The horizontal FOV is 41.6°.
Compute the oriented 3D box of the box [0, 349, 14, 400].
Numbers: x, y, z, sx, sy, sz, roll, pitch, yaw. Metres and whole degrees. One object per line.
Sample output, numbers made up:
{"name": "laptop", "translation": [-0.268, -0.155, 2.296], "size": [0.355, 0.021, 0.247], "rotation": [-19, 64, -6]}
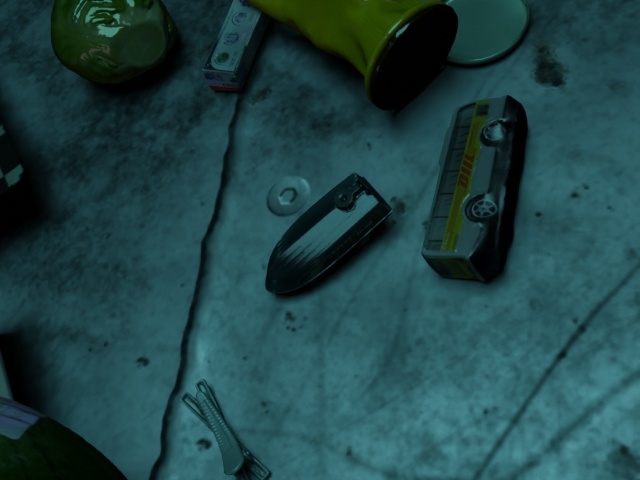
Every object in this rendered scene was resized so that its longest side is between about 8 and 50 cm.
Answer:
{"name": "box", "translation": [-0.413, 0.165, 0.769], "size": [0.251, 0.106, 0.203], "rotation": [-11, 49, -26]}

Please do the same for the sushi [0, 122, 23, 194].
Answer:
{"name": "sushi", "translation": [-0.524, -0.052, 1.023], "size": [0.359, 0.064, 0.343], "rotation": [-37, 52, 0]}

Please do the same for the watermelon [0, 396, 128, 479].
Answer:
{"name": "watermelon", "translation": [-0.260, 0.286, 0.565], "size": [0.363, 0.363, 0.363], "rotation": [-9, 60, 16]}

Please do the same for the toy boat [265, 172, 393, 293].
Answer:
{"name": "toy boat", "translation": [0.000, 0.000, 0.796], "size": [0.141, 0.060, 0.055], "rotation": [-41, 56, 4]}

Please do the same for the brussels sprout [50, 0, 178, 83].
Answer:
{"name": "brussels sprout", "translation": [-0.252, -0.256, 0.998], "size": [0.155, 0.117, 0.155], "rotation": [-15, 49, 17]}

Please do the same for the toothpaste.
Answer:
{"name": "toothpaste", "translation": [-0.080, -0.263, 0.981], "size": [0.047, 0.040, 0.196], "rotation": [10, 67, 21]}

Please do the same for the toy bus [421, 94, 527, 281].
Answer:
{"name": "toy bus", "translation": [0.142, -0.049, 0.768], "size": [0.072, 0.057, 0.172], "rotation": [0, 62, 31]}

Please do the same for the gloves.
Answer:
{"name": "gloves", "translation": [-0.002, -0.268, 0.879], "size": [0.294, 0.116, 0.133], "rotation": [45, 108, 24]}

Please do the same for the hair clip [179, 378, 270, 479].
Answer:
{"name": "hair clip", "translation": [-0.090, 0.169, 0.747], "size": [0.030, 0.039, 0.115], "rotation": [-37, 53, -8]}

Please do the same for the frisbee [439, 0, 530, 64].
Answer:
{"name": "frisbee", "translation": [0.164, -0.228, 0.883], "size": [0.110, 0.014, 0.110], "rotation": [-9, 61, 16]}
